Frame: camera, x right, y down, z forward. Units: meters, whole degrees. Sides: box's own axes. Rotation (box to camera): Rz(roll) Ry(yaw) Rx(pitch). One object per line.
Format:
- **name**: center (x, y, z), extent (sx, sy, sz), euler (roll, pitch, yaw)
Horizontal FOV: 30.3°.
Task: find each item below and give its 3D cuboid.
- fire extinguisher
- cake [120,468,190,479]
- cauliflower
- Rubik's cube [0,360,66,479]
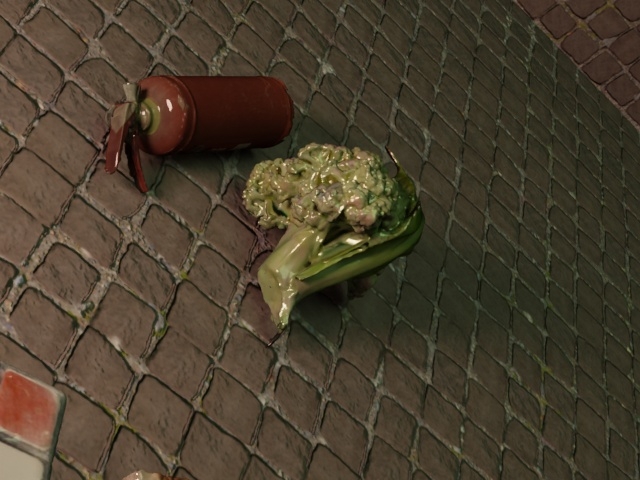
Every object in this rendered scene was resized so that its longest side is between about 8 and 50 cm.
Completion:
- **fire extinguisher**: center (-0.169, -0.145, 1.562), extent (0.337, 0.106, 0.147), euler (-12, 94, -54)
- **cake**: center (-0.151, 0.305, 1.113), extent (0.147, 0.135, 0.135), euler (21, 47, -41)
- **cauliflower**: center (0.000, 0.000, 1.554), extent (0.239, 0.256, 0.315), euler (48, 63, -15)
- **Rubik's cube**: center (-0.366, 0.206, 0.825), extent (0.256, 0.253, 0.259), euler (32, 37, -29)
